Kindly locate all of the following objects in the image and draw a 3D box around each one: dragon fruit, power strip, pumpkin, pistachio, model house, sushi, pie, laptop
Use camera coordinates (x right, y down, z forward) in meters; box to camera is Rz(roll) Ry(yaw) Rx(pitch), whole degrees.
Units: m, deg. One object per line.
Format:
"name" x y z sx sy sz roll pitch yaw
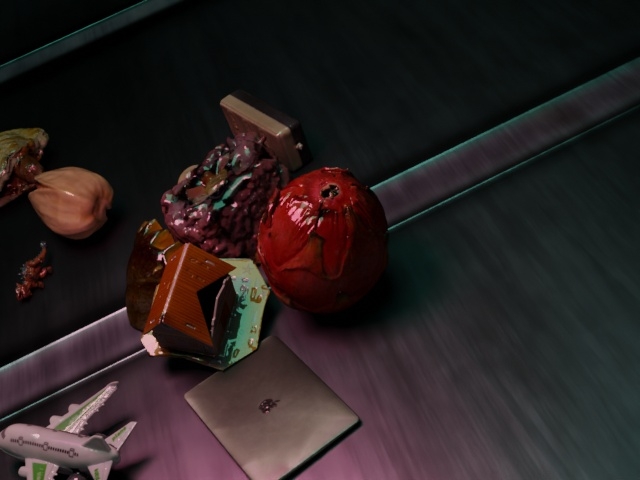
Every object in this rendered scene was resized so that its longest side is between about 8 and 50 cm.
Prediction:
"dragon fruit" 0.004 0.003 1.611 0.241 0.252 0.241 24 30 -15
"power strip" -0.117 -0.235 2.053 0.070 0.105 0.256 -38 41 -18
"pumpkin" -0.317 0.066 1.777 0.149 0.130 0.254 -36 42 -18
"pistachio" -0.531 -0.084 2.029 0.229 0.157 0.157 15 51 45
"model house" -0.200 0.085 1.614 0.207 0.136 0.219 9 61 11
"sushi" -0.183 -0.075 1.846 0.236 0.171 0.270 25 62 42
"pie" -0.765 -0.171 2.287 0.257 0.105 0.274 -26 37 9
"laptop" -0.082 0.265 1.524 0.187 0.015 0.269 -34 40 -16

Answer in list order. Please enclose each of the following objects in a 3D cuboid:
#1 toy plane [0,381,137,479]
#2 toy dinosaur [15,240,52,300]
"toy plane" -0.412 0.335 1.530 0.255 0.101 0.251 -2 42 29
"toy dinosaur" -0.585 0.062 1.971 0.055 0.049 0.154 -9 45 21
